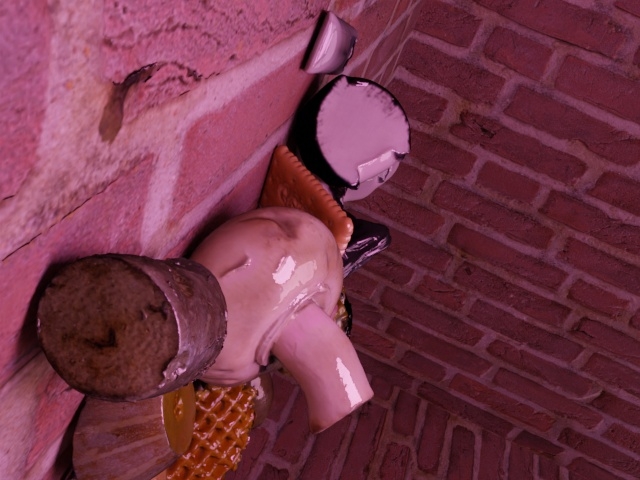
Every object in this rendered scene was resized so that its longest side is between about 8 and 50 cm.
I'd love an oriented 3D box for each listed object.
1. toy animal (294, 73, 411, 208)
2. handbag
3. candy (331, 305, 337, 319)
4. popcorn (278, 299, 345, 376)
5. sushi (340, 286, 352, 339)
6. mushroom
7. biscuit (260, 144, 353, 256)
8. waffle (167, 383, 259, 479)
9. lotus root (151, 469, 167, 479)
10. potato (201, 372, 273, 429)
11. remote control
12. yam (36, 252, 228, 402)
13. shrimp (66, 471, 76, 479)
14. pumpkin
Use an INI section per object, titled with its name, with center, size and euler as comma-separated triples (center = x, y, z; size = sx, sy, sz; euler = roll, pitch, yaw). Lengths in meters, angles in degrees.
[toy animal]
center = 0.057, -0.202, 1.261
size = 0.250, 0.251, 0.310
euler = -64, -173, -10
[handbag]
center = 0.002, 0.001, 1.254
size = 0.192, 0.332, 0.074
euler = -33, 121, -20
[candy]
center = -0.083, 0.118, 1.223
size = 0.255, 0.255, 0.094
euler = -16, 131, -84
[popcorn]
center = -0.080, 0.219, 1.669
size = 0.292, 0.294, 0.334
euler = -30, -129, 37
[sushi]
center = -0.037, 0.256, 2.093
size = 0.285, 0.328, 0.328
euler = 86, 29, -58
[mushroom]
center = -0.087, 0.123, 0.953
size = 0.315, 0.315, 0.355
euler = -54, 130, -67
[biscuit]
center = -0.035, -0.051, 1.104
size = 0.030, 0.249, 0.160
euler = -14, 141, -35
[waffle]
center = -0.262, 0.444, 1.266
size = 0.302, 0.068, 0.324
euler = -6, 115, -50
[lotus root]
center = -0.308, 0.392, 0.942
size = 0.221, 0.118, 0.125
euler = 119, -18, -51
[potato]
center = -0.199, 0.357, 1.435
size = 0.262, 0.165, 0.165
euler = 81, 28, -43
[remote control]
center = 0.034, -0.369, 1.136
size = 0.313, 0.055, 0.109
euler = -53, 167, -71
[yam]
center = -0.179, 0.090, 0.620
size = 0.254, 0.154, 0.153
euler = 92, 23, -86
[shrimp]
center = -0.335, 0.340, 0.821
size = 0.190, 0.042, 0.101
euler = -64, 168, 0
[pumpkin]
center = -0.231, 0.251, 0.810
size = 0.217, 0.110, 0.217
euler = 1, 90, -73
